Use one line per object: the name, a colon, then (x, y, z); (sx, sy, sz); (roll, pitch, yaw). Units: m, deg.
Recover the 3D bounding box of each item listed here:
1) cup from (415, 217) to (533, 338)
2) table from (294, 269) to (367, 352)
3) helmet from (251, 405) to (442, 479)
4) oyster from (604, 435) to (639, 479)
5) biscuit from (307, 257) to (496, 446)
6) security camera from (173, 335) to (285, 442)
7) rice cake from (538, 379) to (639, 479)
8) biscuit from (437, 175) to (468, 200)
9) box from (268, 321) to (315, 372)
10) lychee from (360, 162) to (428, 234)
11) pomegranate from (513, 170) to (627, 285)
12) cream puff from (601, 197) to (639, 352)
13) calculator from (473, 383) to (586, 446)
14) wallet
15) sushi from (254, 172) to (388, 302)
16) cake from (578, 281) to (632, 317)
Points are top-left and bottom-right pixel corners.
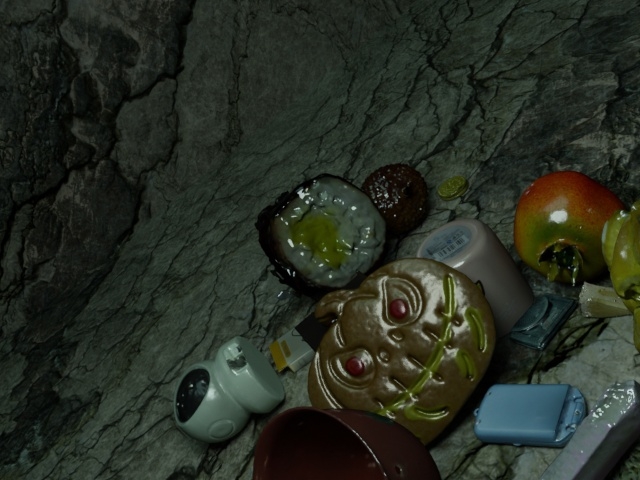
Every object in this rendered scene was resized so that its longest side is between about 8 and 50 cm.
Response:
cup: (0.282, 0.085, 1.661); (0.253, 0.200, 0.191); (-20, 31, 28)
table: (0.083, 0.206, 1.733); (0.193, 0.169, 0.172); (-41, 28, -7)
helmet: (0.069, 0.435, 1.306); (0.230, 0.384, 0.337); (-8, 29, -42)
oyster: (0.491, 0.355, 1.128); (0.198, 0.112, 0.267); (-52, 33, 14)
biscuit: (0.132, 0.210, 1.525); (0.350, 0.070, 0.394); (30, 94, 22)
security camera: (-0.225, 0.356, 1.835); (0.236, 0.194, 0.194); (-37, 27, 8)
rice cake: (0.360, 0.355, 1.163); (0.365, 0.073, 0.056); (-57, 30, 11)
biscuit: (0.350, -0.138, 2.120); (0.084, 0.023, 0.084); (-27, 29, 16)
box: (-0.007, 0.225, 1.949); (0.247, 0.033, 0.129); (-35, 28, 2)
lychee: (0.191, -0.107, 2.077); (0.200, 0.200, 0.238); (-45, 7, -17)
pomegranate: (0.481, -0.015, 1.569); (0.221, 0.221, 0.256); (-15, 24, 35)
cream puff: (0.623, 0.032, 1.284); (0.378, 0.275, 0.378); (-25, 30, 15)
calculator: (0.361, 0.304, 1.405); (0.210, 0.039, 0.121); (-10, 35, 41)
wallet: (0.433, 0.154, 1.569); (0.129, 0.026, 0.088); (-46, 30, -19)
sushi: (0.001, -0.001, 1.967); (0.281, 0.299, 0.294); (-26, 6, -15)
cake: (0.543, 0.111, 1.485); (0.121, 0.065, 0.052); (-5, 43, 34)
